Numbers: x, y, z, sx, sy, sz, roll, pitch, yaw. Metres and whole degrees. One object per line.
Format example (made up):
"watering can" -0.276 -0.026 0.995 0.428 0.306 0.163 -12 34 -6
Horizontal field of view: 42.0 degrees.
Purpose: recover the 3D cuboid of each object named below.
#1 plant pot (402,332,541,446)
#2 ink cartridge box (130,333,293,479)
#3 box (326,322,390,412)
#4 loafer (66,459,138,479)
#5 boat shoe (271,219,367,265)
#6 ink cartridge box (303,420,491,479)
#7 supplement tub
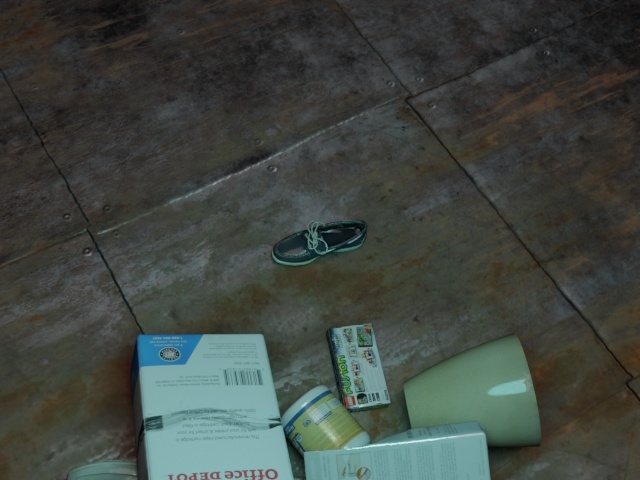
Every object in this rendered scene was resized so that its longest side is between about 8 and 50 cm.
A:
"plant pot" 0.333 0.362 1.898 0.274 0.256 0.256 -11 62 4
"ink cartridge box" -0.239 0.399 1.749 0.285 0.166 0.395 2 45 -20
"box" 0.089 0.303 1.997 0.114 0.036 0.207 -6 62 -11
"loafer" -0.376 0.534 1.759 0.319 0.112 0.111 5 52 -6
"boat shoe" 0.000 0.000 2.132 0.254 0.079 0.095 -9 62 -13
"ink cartridge box" 0.171 0.562 1.766 0.385 0.091 0.308 -6 94 2
"supplement tub" 0.019 0.437 1.849 0.144 0.144 0.200 -35 70 -24
